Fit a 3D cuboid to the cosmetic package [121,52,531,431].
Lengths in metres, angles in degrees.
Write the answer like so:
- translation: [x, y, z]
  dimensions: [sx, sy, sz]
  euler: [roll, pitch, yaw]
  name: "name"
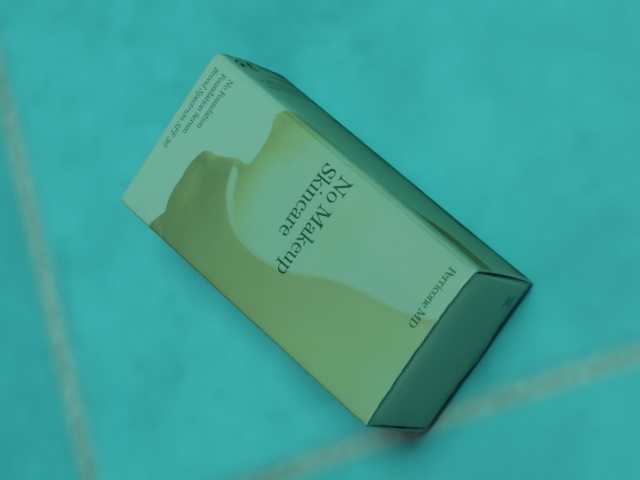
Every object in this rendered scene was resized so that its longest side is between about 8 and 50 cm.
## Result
- translation: [0.000, 0.000, 0.590]
  dimensions: [0.115, 0.041, 0.060]
  euler: [40, 103, 28]
  name: "cosmetic package"
